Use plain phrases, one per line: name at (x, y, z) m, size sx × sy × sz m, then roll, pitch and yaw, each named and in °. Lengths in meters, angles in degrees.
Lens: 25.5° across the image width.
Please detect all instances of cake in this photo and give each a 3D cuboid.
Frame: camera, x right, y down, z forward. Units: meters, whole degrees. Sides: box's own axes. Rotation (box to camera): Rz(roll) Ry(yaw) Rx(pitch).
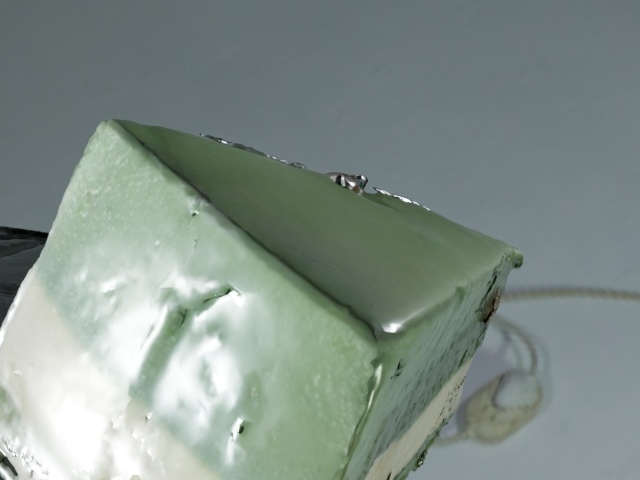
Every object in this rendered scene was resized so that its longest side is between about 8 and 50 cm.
cake at (0.023, 0.074, 0.631) m, size 0.284 × 0.158 × 0.172 m, roll 13°, pitch 21°, yaw -43°

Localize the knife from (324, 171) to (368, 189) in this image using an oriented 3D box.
knife at (-0.003, -0.005, 1.683) m, size 0.089 × 0.365 × 0.043 m, roll -18°, pitch 71°, yaw -14°

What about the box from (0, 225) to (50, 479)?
box at (-0.248, 0.169, 1.030) m, size 0.251 × 0.204 × 0.345 m, roll 8°, pitch 99°, yaw 15°
